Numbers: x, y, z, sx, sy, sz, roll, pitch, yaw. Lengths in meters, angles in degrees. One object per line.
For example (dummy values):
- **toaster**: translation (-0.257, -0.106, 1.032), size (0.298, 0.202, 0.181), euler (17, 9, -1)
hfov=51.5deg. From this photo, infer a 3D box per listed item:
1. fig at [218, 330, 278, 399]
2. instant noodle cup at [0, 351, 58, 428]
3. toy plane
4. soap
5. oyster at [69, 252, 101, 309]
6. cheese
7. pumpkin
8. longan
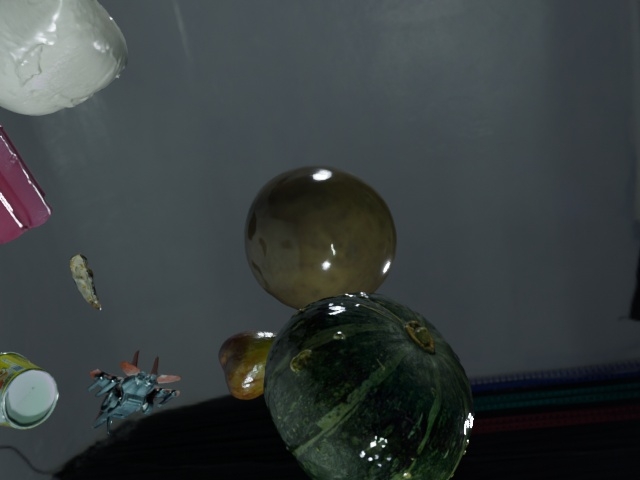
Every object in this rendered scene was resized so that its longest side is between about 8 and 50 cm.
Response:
- **fig**: translation (-0.129, 0.292, 1.678), size (0.145, 0.274, 0.170), euler (57, 14, -50)
- **instant noodle cup**: translation (-0.807, 0.404, 1.762), size (0.205, 0.153, 0.205), euler (-1, 91, -54)
- **toy plane**: translation (-0.474, 0.386, 1.581), size (0.223, 0.326, 0.104), euler (23, 33, -31)
- **soap**: translation (-0.798, -0.134, 1.549), size (0.128, 0.233, 0.359), euler (57, -16, 26)
- **oyster**: translation (-0.324, 0.059, 0.926), size (0.019, 0.054, 0.083), euler (-21, 88, -39)
- **cheese**: translation (-0.355, -0.248, 0.826), size (0.154, 0.189, 0.198), euler (55, 0, 11)
- **pumpkin**: translation (0.041, 0.128, 0.549), size (0.146, 0.190, 0.190), euler (-55, -162, 34)
- **longan**: translation (0.002, -0.003, 1.224), size (0.297, 0.297, 0.297), euler (-9, 90, -80)
